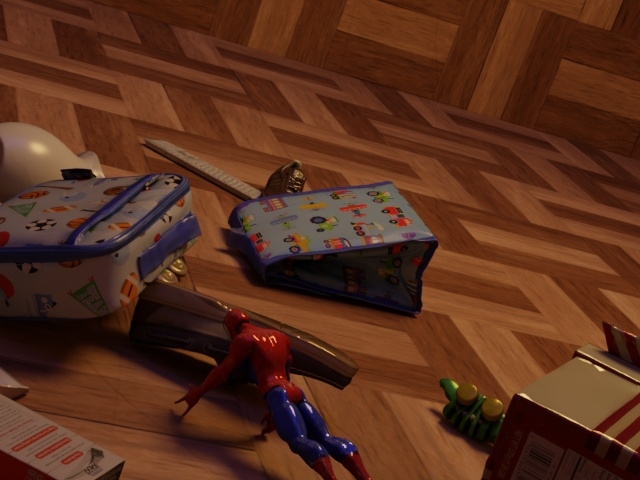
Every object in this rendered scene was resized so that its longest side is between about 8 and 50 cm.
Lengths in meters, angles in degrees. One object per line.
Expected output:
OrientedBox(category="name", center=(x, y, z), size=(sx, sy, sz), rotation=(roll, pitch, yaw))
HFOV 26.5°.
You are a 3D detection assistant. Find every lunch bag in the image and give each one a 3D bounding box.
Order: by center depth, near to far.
OrientedBox(category="lunch bag", center=(-0.283, -0.002, 1.647), size=(0.243, 0.115, 0.303), rotation=(-3, 20, 18))
OrientedBox(category="lunch bag", center=(0.000, 0.000, 2.104), size=(0.293, 0.138, 0.221), rotation=(4, 25, -19))

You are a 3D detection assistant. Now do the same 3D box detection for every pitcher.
OrientedBox(category="pitcher", center=(-0.385, -0.079, 1.920), size=(0.207, 0.125, 0.178), rotation=(16, 25, -53))

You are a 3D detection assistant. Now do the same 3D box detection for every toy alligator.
OrientedBox(category="toy alligator", center=(0.218, 0.238, 1.727), size=(0.190, 0.056, 0.051), rotation=(31, 62, 28))

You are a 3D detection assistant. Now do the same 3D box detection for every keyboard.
OrientedBox(category="keyboard", center=(-0.200, -0.126, 2.421), size=(0.256, 0.014, 0.072), rotation=(29, 19, 26))

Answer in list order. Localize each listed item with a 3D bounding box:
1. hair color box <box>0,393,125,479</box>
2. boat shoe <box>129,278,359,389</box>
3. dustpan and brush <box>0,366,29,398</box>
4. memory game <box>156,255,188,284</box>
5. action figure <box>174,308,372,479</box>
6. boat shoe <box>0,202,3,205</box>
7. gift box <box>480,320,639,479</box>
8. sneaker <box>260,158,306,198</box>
OrientedBox(category="hair color box", center=(-0.280, 0.203, 1.270), size=(0.167, 0.053, 0.093), rotation=(24, 16, 15))
OrientedBox(category="boat shoe", center=(-0.096, 0.129, 1.633), size=(0.285, 0.092, 0.103), rotation=(20, -2, 8))
OrientedBox(category="dustpan and brush", center=(-0.392, 0.115, 1.364), size=(0.147, 0.060, 0.211), rotation=(37, 22, 14))
OrientedBox(category="memory game", center=(-0.263, 0.001, 1.873), size=(0.186, 0.012, 0.186), rotation=(28, 29, -17))
OrientedBox(category="action figure", center=(-0.054, 0.205, 1.484), size=(0.091, 0.139, 0.280), rotation=(5, 45, -47))
OrientedBox(category="boat shoe", center=(-0.415, -0.022, 1.810), size=(0.040, 0.049, 0.142), rotation=(32, 19, 32))
OrientedBox(category="gift box", center=(0.297, 0.252, 1.429), size=(0.276, 0.255, 0.258), rotation=(32, 23, 24))
OrientedBox(category="sneaker", center=(-0.060, -0.095, 2.361), size=(0.066, 0.071, 0.188), rotation=(32, 13, -15))
